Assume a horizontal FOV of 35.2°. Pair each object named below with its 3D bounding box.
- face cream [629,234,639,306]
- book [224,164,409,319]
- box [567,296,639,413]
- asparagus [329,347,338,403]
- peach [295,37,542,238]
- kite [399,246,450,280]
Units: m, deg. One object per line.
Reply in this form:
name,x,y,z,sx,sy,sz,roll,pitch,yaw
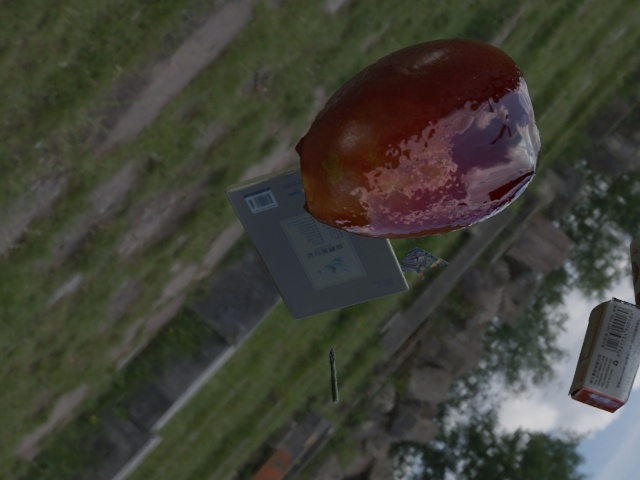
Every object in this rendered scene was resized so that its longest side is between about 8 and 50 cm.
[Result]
face cream,0.665,0.095,1.979,0.096,0.095,0.214,128,-25,-50
book,0.000,0.000,1.676,0.216,0.310,0.021,-16,-141,12
box,0.528,0.210,1.842,0.133,0.099,0.182,75,35,-74
asparagus,0.027,0.275,2.047,0.014,0.114,0.015,11,151,-32
peach,0.129,-0.127,1.381,0.338,0.281,0.281,-19,180,7
kite,0.178,0.044,1.861,0.122,0.004,0.090,-18,133,2
